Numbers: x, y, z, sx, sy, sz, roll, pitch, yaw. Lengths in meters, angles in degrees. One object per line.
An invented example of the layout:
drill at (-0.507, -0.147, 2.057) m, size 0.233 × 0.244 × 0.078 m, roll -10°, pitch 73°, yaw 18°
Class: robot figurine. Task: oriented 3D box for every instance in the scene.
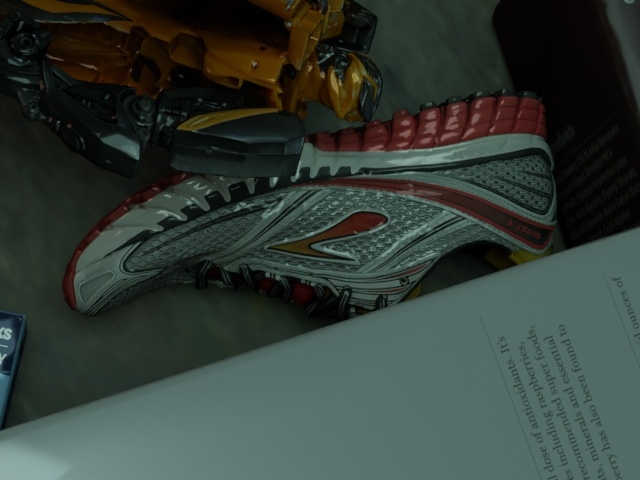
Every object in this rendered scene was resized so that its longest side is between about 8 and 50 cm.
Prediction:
robot figurine at (-0.110, -0.114, 0.720) m, size 0.291 × 0.211 × 0.085 m, roll 18°, pitch 120°, yaw 5°

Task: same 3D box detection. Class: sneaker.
sneaker at (0.000, 0.000, 0.764) m, size 0.225 × 0.088 × 0.093 m, roll -13°, pitch 88°, yaw -8°

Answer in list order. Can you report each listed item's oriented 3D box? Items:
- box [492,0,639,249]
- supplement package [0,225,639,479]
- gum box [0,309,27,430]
box at (0.231, 0.032, 0.768) m, size 0.191 × 0.143 × 0.381 m, roll -15°, pitch 79°, yaw -11°
supplement package at (0.011, 0.126, 0.674) m, size 0.293 × 0.175 × 0.178 m, roll -16°, pitch 82°, yaw -21°
gum box at (-0.218, 0.105, 0.731) m, size 0.157 × 0.041 × 0.184 m, roll 13°, pitch 76°, yaw -6°
